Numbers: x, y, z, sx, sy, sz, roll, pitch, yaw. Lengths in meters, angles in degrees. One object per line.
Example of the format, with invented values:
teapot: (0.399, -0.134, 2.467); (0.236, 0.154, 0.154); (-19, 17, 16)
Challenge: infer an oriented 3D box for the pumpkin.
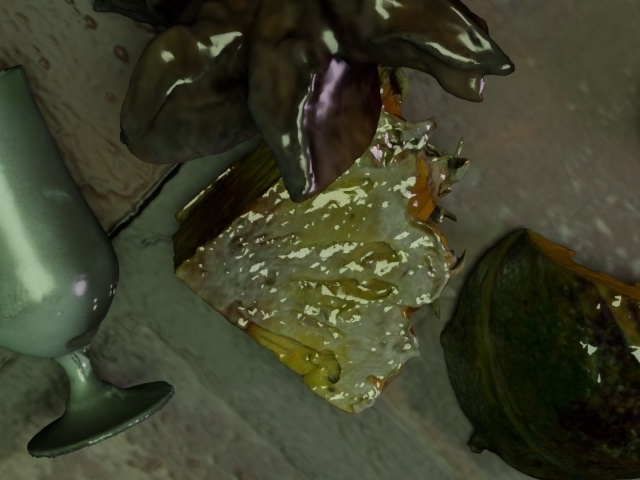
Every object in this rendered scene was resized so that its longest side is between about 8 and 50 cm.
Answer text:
pumpkin: (0.220, 0.111, 1.194); (0.278, 0.111, 0.163); (16, 103, -11)

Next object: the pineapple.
pineapple: (0.000, 0.000, 1.140); (0.186, 0.114, 0.236); (4, 104, -9)

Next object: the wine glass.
wine glass: (-0.180, 0.011, 1.123); (0.103, 0.103, 0.231); (-23, 99, -3)

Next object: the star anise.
star anise: (-0.007, -0.169, 1.056); (0.315, 0.108, 0.315); (-8, 72, 26)
